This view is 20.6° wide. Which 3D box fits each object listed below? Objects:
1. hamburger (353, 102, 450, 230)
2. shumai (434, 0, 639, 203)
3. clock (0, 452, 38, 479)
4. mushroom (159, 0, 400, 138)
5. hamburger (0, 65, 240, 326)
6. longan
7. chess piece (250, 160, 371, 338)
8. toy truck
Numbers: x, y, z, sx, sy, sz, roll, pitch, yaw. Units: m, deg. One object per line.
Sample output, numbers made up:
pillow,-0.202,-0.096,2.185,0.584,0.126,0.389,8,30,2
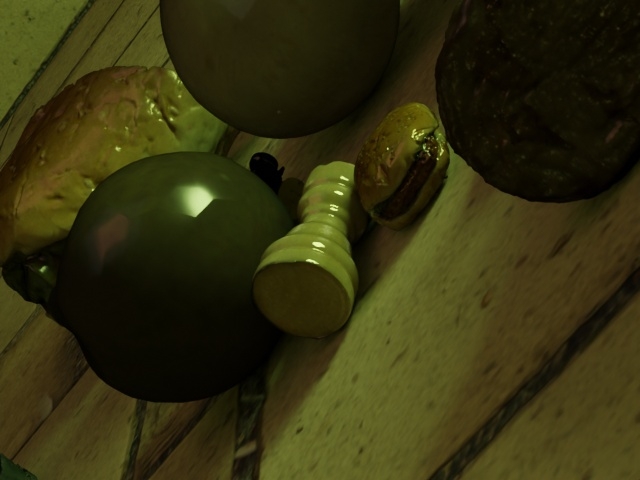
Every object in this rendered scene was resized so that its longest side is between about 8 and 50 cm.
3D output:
hamburger,0.051,-0.049,1.122,0.076,0.044,0.083,-52,14,12
shumai,0.117,-0.089,0.891,0.105,0.123,0.139,145,142,-76
clock,-0.326,0.293,1.552,0.226,0.049,0.226,-50,17,21
mushroom,-0.017,-0.182,1.373,0.204,0.204,0.204,-50,18,22
hamburger,-0.219,-0.020,1.630,0.330,0.162,0.209,-28,31,50
longan,-0.098,0.024,1.194,0.189,0.189,0.189,-50,18,22
chess piece,0.000,0.000,1.141,0.066,0.066,0.122,-44,18,38
toy truck,-0.051,-0.020,1.337,0.083,0.054,0.049,-40,23,44
